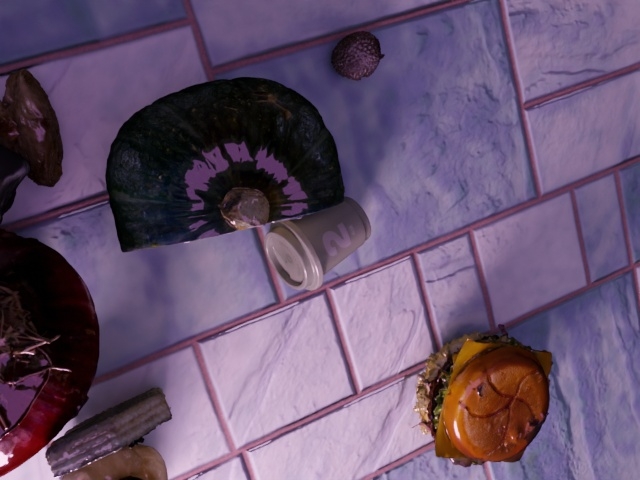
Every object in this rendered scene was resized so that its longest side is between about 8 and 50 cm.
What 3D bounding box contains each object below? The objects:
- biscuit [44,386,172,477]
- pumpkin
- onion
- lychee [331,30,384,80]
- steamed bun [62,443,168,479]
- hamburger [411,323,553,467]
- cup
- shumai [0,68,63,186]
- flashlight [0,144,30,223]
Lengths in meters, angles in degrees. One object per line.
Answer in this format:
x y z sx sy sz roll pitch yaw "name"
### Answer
-0.267 0.242 0.861 0.147 0.250 0.046 -23 87 -16 "biscuit"
-0.128 -0.106 0.849 0.293 0.263 0.196 -16 98 -19 "pumpkin"
-0.422 0.137 0.795 0.314 0.232 0.313 3 67 -8 "onion"
0.056 -0.278 0.999 0.083 0.068 0.067 -13 62 -16 "lychee"
-0.261 0.385 0.907 0.141 0.155 0.172 -13 123 -36 "steamed bun"
0.278 0.261 1.131 0.262 0.139 0.243 17 94 -23 "hamburger"
0.000 0.000 1.001 0.141 0.120 0.120 -30 109 -28 "cup"
-0.369 -0.128 0.829 0.105 0.123 0.139 -31 122 -3 "shumai"
-0.539 -0.147 0.732 0.424 0.103 0.103 28 88 -13 "flashlight"
